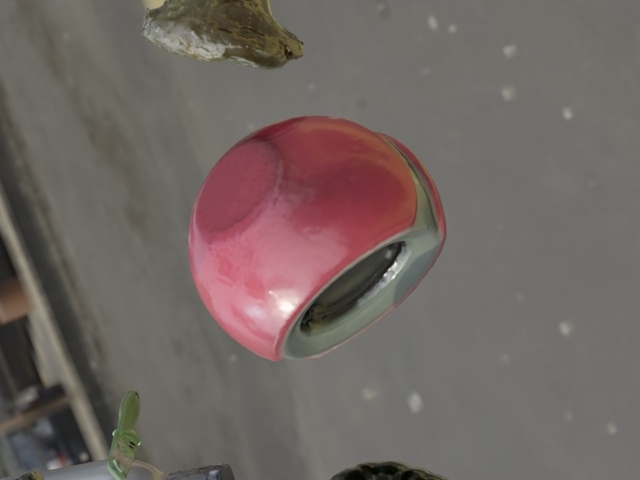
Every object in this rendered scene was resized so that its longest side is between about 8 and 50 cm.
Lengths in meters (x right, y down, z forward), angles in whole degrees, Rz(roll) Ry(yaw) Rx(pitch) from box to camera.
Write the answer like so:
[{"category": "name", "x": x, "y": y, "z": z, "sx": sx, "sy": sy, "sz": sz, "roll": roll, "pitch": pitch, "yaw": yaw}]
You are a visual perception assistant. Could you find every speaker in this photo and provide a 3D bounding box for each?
[{"category": "speaker", "x": 0.000, "y": 0.000, "z": 1.991, "sx": 0.294, "sy": 0.294, "sz": 0.294, "roll": 54, "pitch": 157, "yaw": 35}]

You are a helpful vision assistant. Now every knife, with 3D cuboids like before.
[{"category": "knife", "x": -0.191, "y": 0.191, "z": 1.742, "sx": 0.030, "sy": 0.014, "sz": 0.207, "roll": 36, "pitch": -166, "yaw": -10}]

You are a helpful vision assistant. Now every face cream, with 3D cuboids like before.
[{"category": "face cream", "x": -0.238, "y": 0.304, "z": 2.013, "sx": 0.144, "sy": 0.291, "sz": 0.071, "roll": 65, "pitch": -161, "yaw": -45}]

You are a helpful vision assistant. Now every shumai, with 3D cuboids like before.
[{"category": "shumai", "x": -0.108, "y": -0.273, "z": 2.085, "sx": 0.201, "sy": 0.201, "sz": 0.120, "roll": 31, "pitch": 114, "yaw": 61}]

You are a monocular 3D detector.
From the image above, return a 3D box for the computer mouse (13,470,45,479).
[{"category": "computer mouse", "x": -0.296, "y": 0.342, "z": 1.742, "sx": 0.126, "sy": 0.071, "sz": 0.231, "roll": 78, "pitch": -161, "yaw": -69}]

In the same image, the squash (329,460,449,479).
[{"category": "squash", "x": 0.077, "y": 0.337, "z": 1.910, "sx": 0.172, "sy": 0.218, "sz": 0.218, "roll": 56, "pitch": 171, "yaw": -35}]
